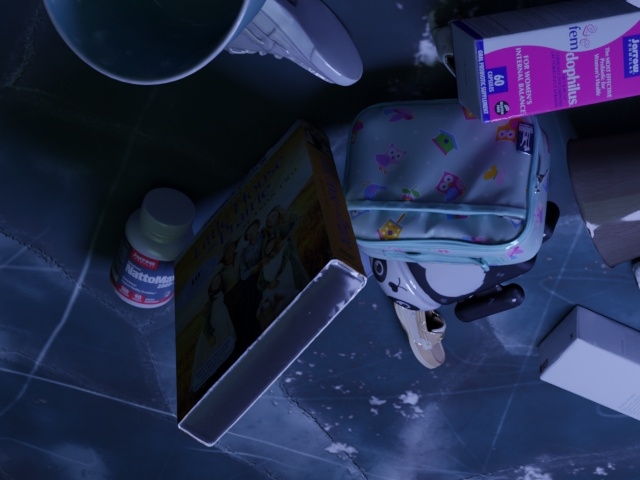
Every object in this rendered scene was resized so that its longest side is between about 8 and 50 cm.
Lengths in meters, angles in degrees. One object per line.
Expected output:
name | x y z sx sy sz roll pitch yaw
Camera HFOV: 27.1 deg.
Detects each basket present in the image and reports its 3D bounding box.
basket | 0.477 -0.079 1.814 0.226 0.154 0.204 -16 122 25

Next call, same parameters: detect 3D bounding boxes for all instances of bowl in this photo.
bowl | -0.174 -0.350 1.605 0.311 0.163 0.312 6 103 26

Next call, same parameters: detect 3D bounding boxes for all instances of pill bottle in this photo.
pill bottle | -0.254 0.009 2.042 0.108 0.108 0.180 17 133 -8

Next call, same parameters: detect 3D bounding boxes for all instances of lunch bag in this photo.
lunch bag | 0.170 -0.073 1.782 0.279 0.224 0.108 1 160 20

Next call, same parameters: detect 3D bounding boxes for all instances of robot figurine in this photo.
robot figurine | 0.201 -0.004 1.917 0.278 0.209 0.173 -24 154 27

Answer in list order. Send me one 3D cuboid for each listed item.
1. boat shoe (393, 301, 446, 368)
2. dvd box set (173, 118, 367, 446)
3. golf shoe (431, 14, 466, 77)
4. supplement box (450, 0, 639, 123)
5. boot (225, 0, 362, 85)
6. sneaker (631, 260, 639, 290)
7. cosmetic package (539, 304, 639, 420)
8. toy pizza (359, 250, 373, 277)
boat shoe | 0.172 0.141 2.136 0.059 0.063 0.170 -10 130 25
dvd box set | -0.082 0.039 1.781 0.062 0.420 0.307 35 110 -23
golf shoe | 0.213 -0.216 1.779 0.176 0.086 0.069 36 126 -26
supplement box | 0.288 -0.232 1.678 0.220 0.114 0.111 -12 113 -7
boot | -0.069 -0.281 1.765 0.258 0.095 0.123 43 131 -18
sneaker | 0.541 0.090 2.036 0.071 0.068 0.170 -26 124 21
cosmetic package | 0.479 0.204 2.140 0.231 0.085 0.117 25 131 -13
toy pizza | 0.000 0.000 2.049 0.201 0.032 0.201 4 134 4
